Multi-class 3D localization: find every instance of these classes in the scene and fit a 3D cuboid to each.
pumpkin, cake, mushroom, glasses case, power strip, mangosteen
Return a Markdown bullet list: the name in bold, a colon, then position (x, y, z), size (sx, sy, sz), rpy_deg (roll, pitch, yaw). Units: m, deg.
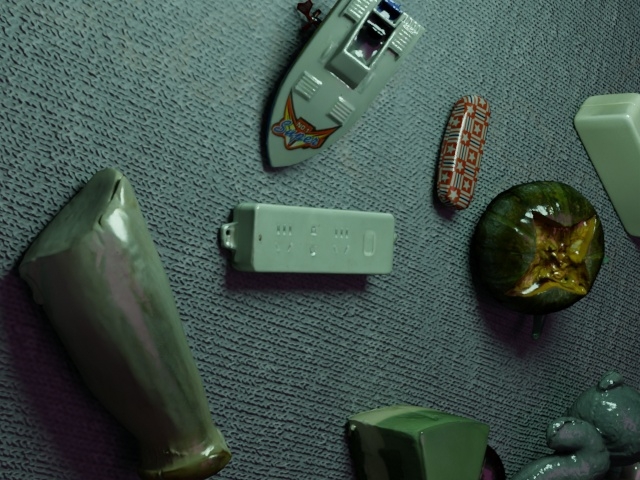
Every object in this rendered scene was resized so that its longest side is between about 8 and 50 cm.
- **pumpkin**: position (0.371, 0.009, 1.988), size (0.238, 0.159, 0.238), rpy_deg (-8, 109, -24)
- **cake**: position (0.123, 0.390, 1.782), size (0.172, 0.158, 0.283), rpy_deg (21, 80, -41)
- **mushroom**: position (-0.237, 0.123, 1.443), size (0.154, 0.137, 0.407), rpy_deg (-35, 109, -51)
- **glasses case**: position (0.231, -0.148, 1.930), size (0.073, 0.049, 0.194), rpy_deg (23, 75, -40)
- **power strip**: position (0.000, 0.000, 1.710), size (0.338, 0.058, 0.098), rpy_deg (2, 89, -44)
- **mangosteen**: position (0.246, 0.384, 1.929), size (0.140, 0.140, 0.140), rpy_deg (-2, 93, -44)
- **glasses case**: position (0.602, -0.138, 2.226), size (0.070, 0.131, 0.313), rpy_deg (-52, 123, -29)

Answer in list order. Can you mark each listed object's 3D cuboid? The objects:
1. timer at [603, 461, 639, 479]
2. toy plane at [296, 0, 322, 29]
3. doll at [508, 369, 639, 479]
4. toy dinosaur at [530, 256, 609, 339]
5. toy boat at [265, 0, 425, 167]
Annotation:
- **timer**: position (0.610, 0.468, 2.265), size (0.175, 0.175, 0.266), rpy_deg (60, 39, -27)
- **toy plane**: position (0.016, -0.297, 1.716), size (0.145, 0.060, 0.037), rpy_deg (43, 62, -18)
- **doll**: position (0.457, 0.379, 2.122), size (0.340, 0.158, 0.246), rpy_deg (-37, 128, -5)
- **toy dinosaur**: position (0.445, 0.071, 2.126), size (0.120, 0.079, 0.292), rpy_deg (35, 67, -33)
- **toy boat**: position (0.018, -0.223, 1.660), size (0.129, 0.088, 0.295), rpy_deg (36, 93, -16)
